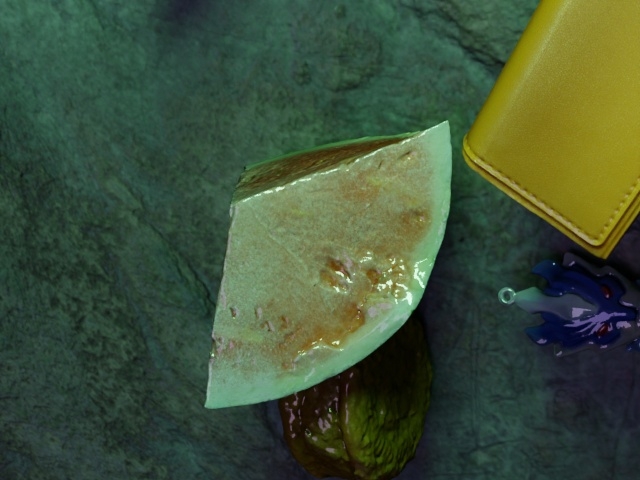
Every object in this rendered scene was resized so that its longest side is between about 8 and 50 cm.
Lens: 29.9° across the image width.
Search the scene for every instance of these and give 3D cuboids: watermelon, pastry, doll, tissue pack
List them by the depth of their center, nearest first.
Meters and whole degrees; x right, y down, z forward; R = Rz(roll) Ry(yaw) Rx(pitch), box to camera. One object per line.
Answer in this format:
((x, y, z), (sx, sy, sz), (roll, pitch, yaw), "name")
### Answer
((0.242, -0.159, 0.855), (0.145, 0.194, 0.274), (37, 130, 13), "tissue pack")
((0.252, 0.061, 1.065), (0.195, 0.070, 0.096), (6, 90, 26), "doll")
((0.000, 0.000, 1.082), (0.260, 0.256, 0.176), (-13, 149, 0), "watermelon")
((0.035, 0.144, 1.180), (0.103, 0.189, 0.189), (1, 118, 29), "pastry")
